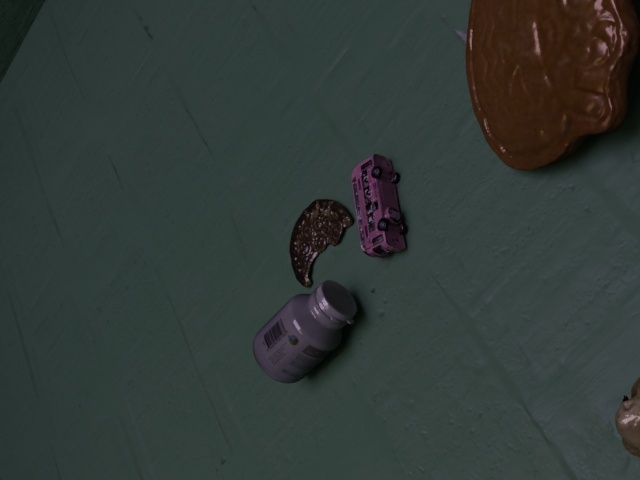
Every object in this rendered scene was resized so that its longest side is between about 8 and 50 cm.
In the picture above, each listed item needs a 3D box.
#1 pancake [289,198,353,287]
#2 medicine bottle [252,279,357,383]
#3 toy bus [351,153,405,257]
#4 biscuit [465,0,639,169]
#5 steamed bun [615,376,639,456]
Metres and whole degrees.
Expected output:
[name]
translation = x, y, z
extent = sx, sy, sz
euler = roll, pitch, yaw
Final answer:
[pancake]
translation = 0.000, 0.000, 1.860
extent = 0.190, 0.020, 0.184
euler = -21, 65, 43
[medicine bottle]
translation = -0.027, 0.180, 1.760
extent = 0.215, 0.135, 0.135
euler = -45, 52, 29
[toy bus]
translation = 0.114, -0.067, 1.728
extent = 0.090, 0.063, 0.203
euler = -29, 58, 42
[biscuit]
translation = 0.361, -0.317, 1.439
extent = 0.365, 0.062, 0.385
euler = -19, 78, 60
[steamed bun]
translation = 0.481, 0.250, 1.203
extent = 0.172, 0.155, 0.141
euler = 4, 82, 46
